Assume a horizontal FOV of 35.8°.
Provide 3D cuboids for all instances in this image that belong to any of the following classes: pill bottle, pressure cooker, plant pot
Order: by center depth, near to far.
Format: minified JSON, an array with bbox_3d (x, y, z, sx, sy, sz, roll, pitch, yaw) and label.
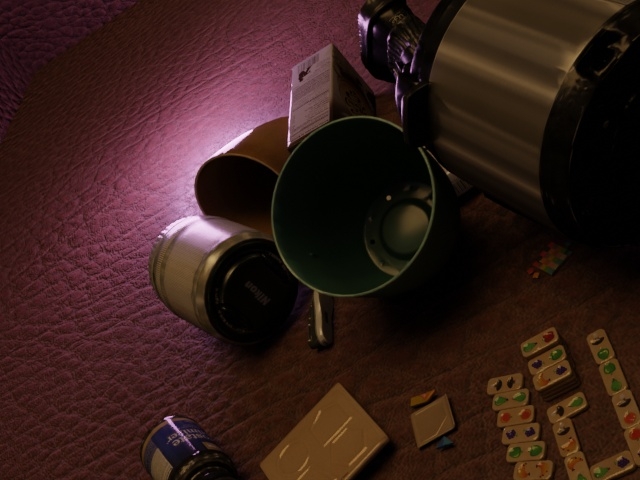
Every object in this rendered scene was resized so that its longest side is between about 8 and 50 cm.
[{"bbox_3d":[0.342,-0.224,1.452,0.420,0.370,0.375,36,99,47],"label":"pressure cooker"},{"bbox_3d":[0.102,-0.038,1.661,0.293,0.235,0.292,-5,79,29],"label":"plant pot"},{"bbox_3d":[-0.216,0.395,1.685,0.123,0.123,0.219,-50,33,-8],"label":"pill bottle"},{"bbox_3d":[-0.104,-0.150,2.104,0.237,0.237,0.254,-16,28,37],"label":"plant pot"}]

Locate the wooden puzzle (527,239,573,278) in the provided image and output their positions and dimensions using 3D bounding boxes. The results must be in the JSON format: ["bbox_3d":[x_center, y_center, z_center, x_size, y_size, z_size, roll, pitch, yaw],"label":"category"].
[{"bbox_3d":[0.364,0.029,1.560,0.083,0.006,0.049,-48,33,-5],"label":"wooden puzzle"}]

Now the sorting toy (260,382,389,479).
[{"bbox_3d":[0.007,0.343,1.584,0.193,0.038,0.208,-46,28,-2],"label":"sorting toy"}]

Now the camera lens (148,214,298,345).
[{"bbox_3d":[-0.190,0.071,1.925,0.219,0.219,0.274,-53,33,-13],"label":"camera lens"}]

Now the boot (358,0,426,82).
[{"bbox_3d":[0.203,-0.342,2.018,0.131,0.348,0.260,-42,75,2],"label":"boot"}]

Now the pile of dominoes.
[{"bbox_3d":[0.325,0.231,1.349,0.196,0.040,0.251,-32,34,19],"label":"pile of dominoes"}]

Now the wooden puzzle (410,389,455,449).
[{"bbox_3d":[0.171,0.273,1.498,0.079,0.014,0.116,-33,34,25],"label":"wooden puzzle"}]

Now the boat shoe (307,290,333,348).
[{"bbox_3d":[-0.005,0.137,1.808,0.040,0.049,0.142,-28,38,25],"label":"boat shoe"}]

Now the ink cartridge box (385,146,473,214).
[{"bbox_3d":[0.212,-0.122,1.875,0.189,0.066,0.232,-35,13,16],"label":"ink cartridge box"}]

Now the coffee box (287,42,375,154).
[{"bbox_3d":[0.028,-0.256,2.097,0.119,0.168,0.297,-28,37,24],"label":"coffee box"}]

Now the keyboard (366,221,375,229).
[{"bbox_3d":[0.058,-0.012,1.885,0.180,0.023,0.108,-30,34,51],"label":"keyboard"}]
